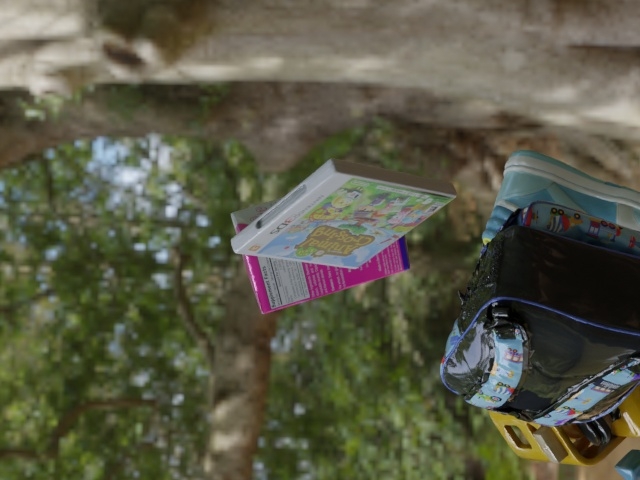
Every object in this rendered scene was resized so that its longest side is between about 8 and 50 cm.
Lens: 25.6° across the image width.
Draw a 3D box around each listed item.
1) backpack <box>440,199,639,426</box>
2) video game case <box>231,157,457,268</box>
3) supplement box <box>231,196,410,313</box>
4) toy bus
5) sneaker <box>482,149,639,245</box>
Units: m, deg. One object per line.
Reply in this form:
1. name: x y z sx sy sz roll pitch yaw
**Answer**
1. backpack: 0.177 0.068 1.087 0.173 0.158 0.117 115 169 -56
2. video game case: 0.030 -0.027 1.709 0.212 0.193 0.023 8 -125 -43
3. supplement box: 0.000 0.000 1.950 0.111 0.220 0.114 -113 9 -54
4. toy bus: 0.251 0.170 1.376 0.104 0.191 0.202 -39 -36 -21
5. sneaker: 0.389 0.015 2.087 0.208 0.319 0.127 -62 -19 -15
